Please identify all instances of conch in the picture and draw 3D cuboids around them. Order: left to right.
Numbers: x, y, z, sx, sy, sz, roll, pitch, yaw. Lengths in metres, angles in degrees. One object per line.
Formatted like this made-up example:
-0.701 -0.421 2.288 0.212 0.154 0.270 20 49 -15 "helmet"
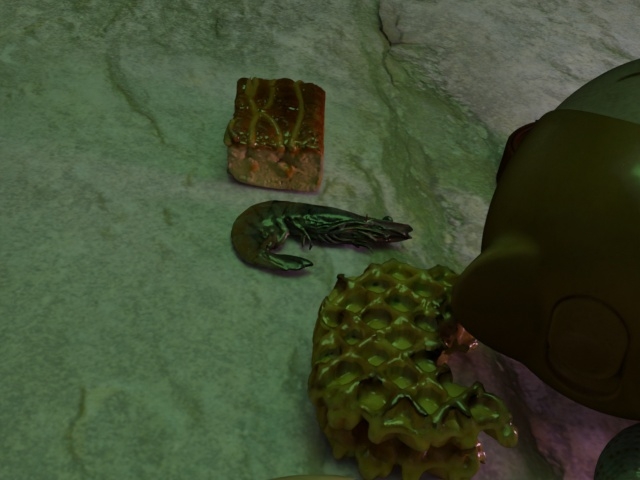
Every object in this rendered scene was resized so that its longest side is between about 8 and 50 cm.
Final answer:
0.389 0.304 1.032 0.200 0.131 0.172 -30 56 -17 "conch"

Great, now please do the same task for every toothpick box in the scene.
0.402 0.010 1.087 0.409 0.408 0.425 27 51 25 "toothpick box"

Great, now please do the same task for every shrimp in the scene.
0.000 0.000 1.450 0.296 0.058 0.169 6 43 5 "shrimp"

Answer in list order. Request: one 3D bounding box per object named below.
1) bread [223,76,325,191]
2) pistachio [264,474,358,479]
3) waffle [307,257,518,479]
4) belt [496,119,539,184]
-0.080 -0.210 1.671 0.185 0.114 0.274 6 34 -2 "bread"
-0.072 0.328 0.847 0.318 0.213 0.193 -13 40 -7 "pistachio"
0.116 0.160 1.169 0.261 0.151 0.324 11 35 0 "waffle"
0.461 -0.150 1.689 0.262 0.105 0.184 -10 41 -23 "belt"
